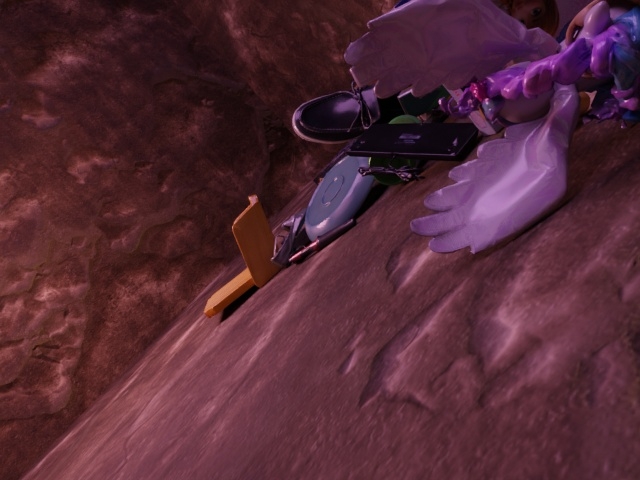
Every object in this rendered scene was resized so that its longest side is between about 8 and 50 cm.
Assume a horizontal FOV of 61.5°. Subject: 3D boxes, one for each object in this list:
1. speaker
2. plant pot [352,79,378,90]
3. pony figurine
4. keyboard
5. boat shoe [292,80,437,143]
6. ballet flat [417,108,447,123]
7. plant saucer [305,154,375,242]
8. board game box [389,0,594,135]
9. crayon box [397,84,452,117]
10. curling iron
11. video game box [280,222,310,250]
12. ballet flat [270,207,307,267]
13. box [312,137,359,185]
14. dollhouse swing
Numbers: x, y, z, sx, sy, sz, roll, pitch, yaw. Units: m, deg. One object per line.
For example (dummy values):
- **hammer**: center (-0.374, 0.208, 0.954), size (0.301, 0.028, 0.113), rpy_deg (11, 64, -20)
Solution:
- **speaker**: center (0.211, -0.247, 1.435), size (0.131, 0.131, 0.296), rpy_deg (-38, 10, 30)
- **plant pot**: center (0.291, -0.555, 2.107), size (0.237, 0.254, 0.237), rpy_deg (-35, 6, 5)
- **pony figurine**: center (0.251, -0.187, 0.643), size (0.351, 0.302, 0.363), rpy_deg (-26, 1, 34)
- **keyboard**: center (0.183, -0.197, 1.205), size (0.317, 0.033, 0.201), rpy_deg (12, 52, 47)
- **boat shoe**: center (0.152, -0.440, 1.796), size (0.501, 0.186, 0.156), rpy_deg (-6, -14, -1)
- **ballet flat**: center (0.309, -0.365, 1.726), size (0.221, 0.079, 0.077), rpy_deg (-41, 8, 6)
- **plant saucer**: center (0.047, -0.137, 1.572), size (0.317, 0.044, 0.317), rpy_deg (-46, 23, 27)
- **board game box**: center (0.354, -0.432, 1.064), size (0.319, 0.318, 0.066), rpy_deg (-43, 9, 0)
- **crayon box**: center (0.392, -0.471, 1.576), size (0.319, 0.081, 0.202), rpy_deg (-25, 13, 20)
- **curling iron**: center (0.000, 0.000, 1.469), size (0.274, 0.035, 0.068), rpy_deg (-34, 12, 44)
- **video game box**: center (-0.041, -0.042, 1.820), size (0.187, 0.048, 0.205), rpy_deg (-42, 8, -10)
- **ballet flat**: center (-0.098, -0.020, 1.668), size (0.072, 0.068, 0.213), rpy_deg (125, 166, -69)
- **box**: center (0.138, -0.342, 2.020), size (0.293, 0.073, 0.295), rpy_deg (-49, 11, -36)
- **dollhouse swing**: center (-0.300, 0.044, 1.835), size (0.305, 0.315, 0.347), rpy_deg (-23, 8, -5)
